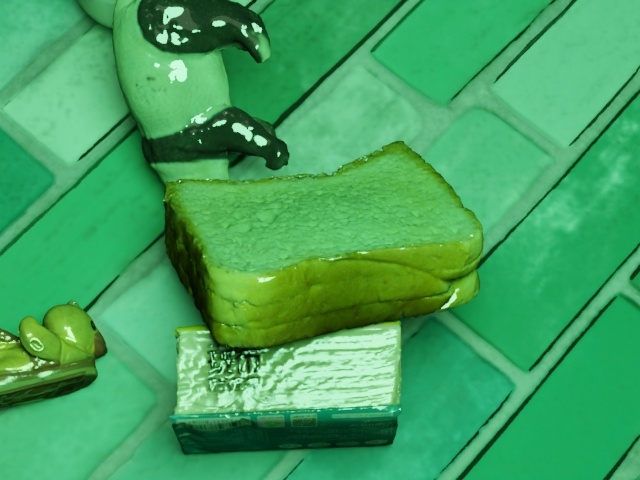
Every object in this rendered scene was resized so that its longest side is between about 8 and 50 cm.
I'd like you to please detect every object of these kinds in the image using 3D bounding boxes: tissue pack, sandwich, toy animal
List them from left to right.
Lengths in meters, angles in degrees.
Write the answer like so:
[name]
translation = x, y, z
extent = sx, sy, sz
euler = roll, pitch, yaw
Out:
[toy animal]
translation = -0.096, -0.111, 1.114
extent = 0.121, 0.094, 0.225
euler = -15, 104, -9
[tissue pack]
translation = -0.024, 0.108, 1.026
extent = 0.169, 0.120, 0.082
euler = -2, 69, -1
[sandwich]
translation = 0.000, 0.000, 1.029
extent = 0.214, 0.065, 0.186
euler = -9, 28, -15

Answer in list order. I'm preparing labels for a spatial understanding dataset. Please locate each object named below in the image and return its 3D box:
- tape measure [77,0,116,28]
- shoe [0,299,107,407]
[tape measure]
translation = -0.127, -0.316, 1.211
extent = 0.258, 0.130, 0.265
euler = -31, 65, -16
[shoe]
translation = -0.222, 0.086, 1.060
extent = 0.109, 0.072, 0.069
euler = -22, 73, -10
